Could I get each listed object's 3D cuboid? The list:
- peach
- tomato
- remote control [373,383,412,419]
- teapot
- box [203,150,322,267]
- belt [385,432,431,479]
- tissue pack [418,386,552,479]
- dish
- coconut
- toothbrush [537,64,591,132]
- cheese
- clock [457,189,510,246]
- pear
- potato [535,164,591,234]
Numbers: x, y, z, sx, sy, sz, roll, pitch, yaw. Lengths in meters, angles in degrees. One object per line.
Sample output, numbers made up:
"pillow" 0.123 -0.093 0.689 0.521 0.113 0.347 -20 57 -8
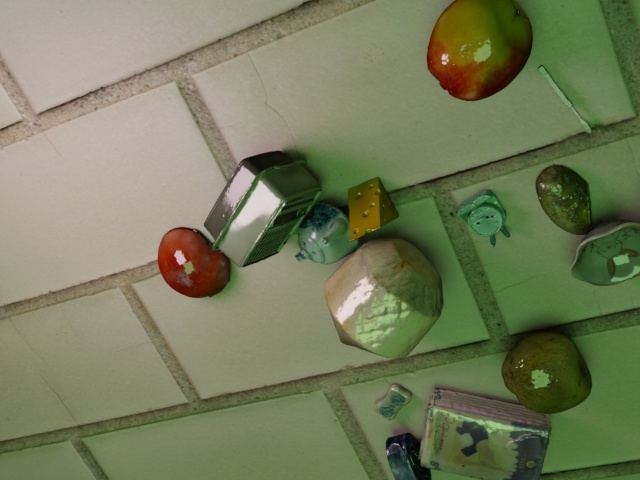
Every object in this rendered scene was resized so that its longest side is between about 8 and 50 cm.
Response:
"peach" 0.337 -0.412 1.576 0.231 0.231 0.231 6 119 11
"tomato" -0.376 0.085 2.089 0.228 0.112 0.199 39 121 -5
"remote control" 0.213 0.478 2.193 0.074 0.032 0.122 32 121 -4
"teapot" 0.000 0.000 1.905 0.159 0.159 0.232 39 155 -8
"box" -0.149 -0.083 1.878 0.166 0.221 0.290 44 121 14
"belt" 0.264 0.660 2.214 0.082 0.141 0.190 -22 107 22
"tissue pack" 0.464 0.568 2.124 0.344 0.125 0.242 10 120 11
"dish" 0.700 0.012 1.778 0.230 0.081 0.229 -3 138 -3
"coconut" 0.150 0.157 1.895 0.329 0.329 0.328 6 119 11
"toothbrush" 0.557 -0.320 1.689 0.014 0.017 0.194 -36 104 28
"cheese" 0.122 -0.058 1.850 0.093 0.171 0.126 -22 111 24
"clock" 0.415 -0.053 1.853 0.101 0.041 0.135 -35 105 27
"pear" 0.584 0.349 1.939 0.211 0.188 0.228 -23 112 21
"potato" 0.593 -0.088 1.785 0.119 0.054 0.197 -18 112 19
